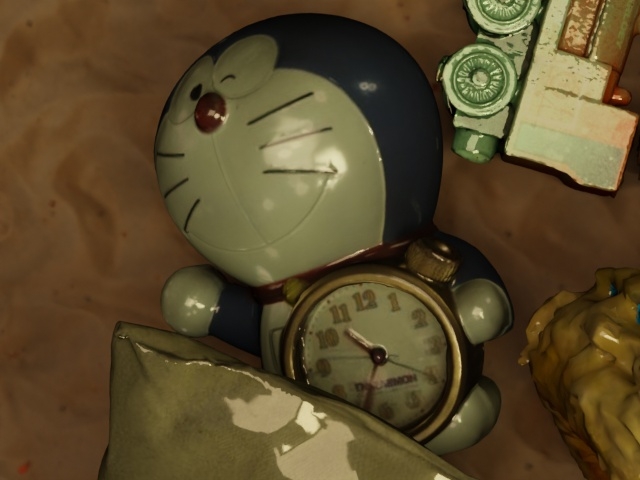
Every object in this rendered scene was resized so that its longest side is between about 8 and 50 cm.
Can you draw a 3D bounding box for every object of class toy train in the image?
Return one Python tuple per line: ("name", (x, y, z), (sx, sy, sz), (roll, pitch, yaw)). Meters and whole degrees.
("toy train", (0.132, -0.118, 1.023), (0.118, 0.074, 0.176), (18, 87, 4))

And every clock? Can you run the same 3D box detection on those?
("clock", (0.000, 0.000, 1.005), (0.200, 0.146, 0.243), (-16, 92, 24))

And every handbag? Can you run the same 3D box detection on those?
("handbag", (-0.009, 0.178, 0.953), (0.253, 0.316, 0.109), (26, 49, 7))

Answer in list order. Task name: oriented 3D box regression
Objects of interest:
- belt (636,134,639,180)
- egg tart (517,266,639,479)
("belt", (0.195, -0.070, 1.018), (0.036, 0.059, 0.083), (14, 102, 10))
("egg tart", (0.251, 0.152, 0.851), (0.169, 0.388, 0.388), (-35, 84, -3))
